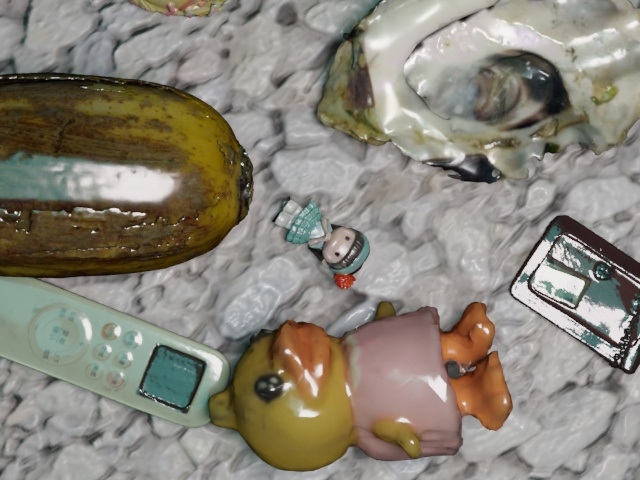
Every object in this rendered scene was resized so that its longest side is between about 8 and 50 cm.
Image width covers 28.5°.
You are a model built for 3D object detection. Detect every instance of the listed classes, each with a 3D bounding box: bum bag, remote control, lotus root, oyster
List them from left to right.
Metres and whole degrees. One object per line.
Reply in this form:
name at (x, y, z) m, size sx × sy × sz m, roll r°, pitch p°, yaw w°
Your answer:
lotus root at (-0.264, -0.060, 1.206) m, size 0.397 × 0.179 × 0.196 m, roll -2°, pitch 68°, yaw -9°
remote control at (-0.242, 0.101, 1.272) m, size 0.309 × 0.038 × 0.090 m, roll 23°, pitch 89°, yaw -3°
oyster at (0.165, -0.175, 1.265) m, size 0.351 × 0.115 × 0.238 m, roll -15°, pitch 99°, yaw 2°
bum bag at (0.285, 0.055, 1.311) m, size 0.159 × 0.026 × 0.109 m, roll 34°, pitch 88°, yaw 3°

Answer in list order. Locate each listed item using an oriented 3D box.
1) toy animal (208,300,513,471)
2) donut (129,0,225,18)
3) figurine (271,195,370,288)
toy animal at (0.031, 0.145, 1.233) m, size 0.281 × 0.195 × 0.169 m, roll -1°, pitch 130°, yaw -7°
donut at (-0.143, -0.311, 1.266) m, size 0.174 × 0.068 × 0.175 m, roll 0°, pitch 89°, yaw -2°
figurine at (0.000, 0.000, 1.282) m, size 0.106 × 0.047 × 0.060 m, roll 34°, pitch 79°, yaw 0°
